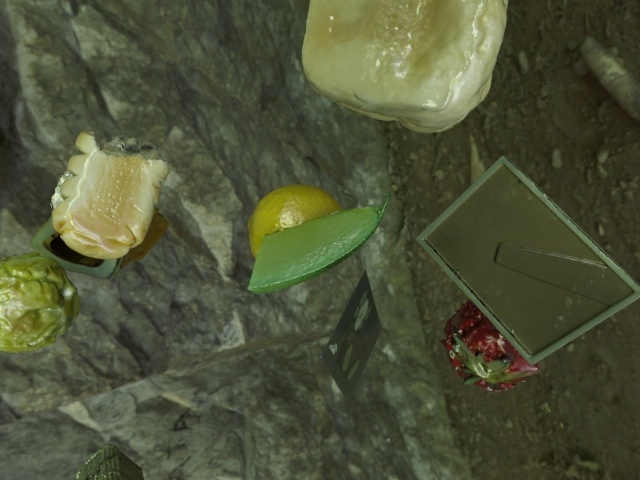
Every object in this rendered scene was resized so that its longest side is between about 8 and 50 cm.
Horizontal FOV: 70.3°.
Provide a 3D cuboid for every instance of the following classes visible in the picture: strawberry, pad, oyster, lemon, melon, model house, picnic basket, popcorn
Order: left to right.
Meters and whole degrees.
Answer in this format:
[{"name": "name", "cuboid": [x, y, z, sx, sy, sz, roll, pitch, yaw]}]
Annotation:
[{"name": "popcorn", "cuboid": [-0.560, 0.114, 0.864, 0.212, 0.197, 0.198, -122, 15, -65]}, {"name": "oyster", "cuboid": [-0.695, -0.106, 1.290, 0.072, 0.132, 0.209, 25, -129, -65]}, {"name": "picnic basket", "cuboid": [-0.571, 0.676, 1.228, 0.154, 0.134, 0.196, 55, 163, -24]}, {"name": "model house", "cuboid": [-0.516, -0.034, 1.111, 0.239, 0.267, 0.174, -59, -19, -63]}, {"name": "lemon", "cuboid": [-0.037, -0.015, 0.848, 0.178, 0.202, 0.179, -174, 90, -89]}, {"name": "melon", "cuboid": [0.001, -0.001, 0.721, 0.114, 0.261, 0.053, 64, -178, 35]}, {"name": "pad", "cuboid": [0.049, 0.137, 0.618, 0.127, 0.004, 0.190, -60, -27, -25]}, {"name": "strawberry", "cuboid": [0.328, 0.175, 0.854, 0.184, 0.201, 0.187, -7, 123, 54]}]

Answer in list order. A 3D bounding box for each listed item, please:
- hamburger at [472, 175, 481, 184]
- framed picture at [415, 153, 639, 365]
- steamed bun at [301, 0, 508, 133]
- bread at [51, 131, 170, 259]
[{"name": "hamburger", "cuboid": [0.392, -0.082, 1.005, 0.115, 0.162, 0.162, 48, 163, 38]}, {"name": "framed picture", "cuboid": [0.277, 0.030, 0.639, 0.250, 0.184, 0.016, 49, -147, 14]}, {"name": "steamed bun", "cuboid": [0.090, -0.168, 0.412, 0.155, 0.172, 0.141, 6, -75, -57]}, {"name": "bread", "cuboid": [-0.279, -0.064, 0.604, 0.084, 0.119, 0.178, -1, 69, 56]}]
